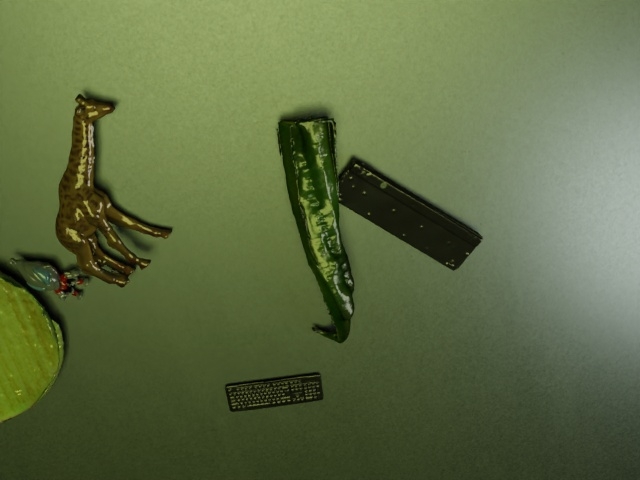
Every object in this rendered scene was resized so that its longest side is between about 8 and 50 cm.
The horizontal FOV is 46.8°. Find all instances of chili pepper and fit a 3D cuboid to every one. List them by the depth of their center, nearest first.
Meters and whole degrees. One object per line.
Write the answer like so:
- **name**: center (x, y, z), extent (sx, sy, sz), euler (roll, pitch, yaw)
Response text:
- **chili pepper**: center (0.000, 0.000, 1.051), extent (0.084, 0.076, 0.359), euler (0, 114, 16)

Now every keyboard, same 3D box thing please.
- **keyboard**: center (0.124, -0.036, 1.073), extent (0.231, 0.023, 0.072), euler (29, 116, -14)
- **keyboard**: center (-0.074, 0.245, 1.193), extent (0.155, 0.010, 0.053), euler (-8, 113, 1)

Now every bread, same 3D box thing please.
- **bread**: center (-0.536, 0.151, 1.106), extent (0.301, 0.045, 0.302), euler (-2, 116, -4)

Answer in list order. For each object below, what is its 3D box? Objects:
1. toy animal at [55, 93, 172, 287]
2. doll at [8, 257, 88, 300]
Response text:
- **toy animal**: center (-0.308, -0.059, 1.021), extent (0.149, 0.054, 0.276), euler (-18, 113, 2)
- **doll**: center (-0.397, 0.055, 1.074), extent (0.114, 0.039, 0.057), euler (24, 153, -22)
